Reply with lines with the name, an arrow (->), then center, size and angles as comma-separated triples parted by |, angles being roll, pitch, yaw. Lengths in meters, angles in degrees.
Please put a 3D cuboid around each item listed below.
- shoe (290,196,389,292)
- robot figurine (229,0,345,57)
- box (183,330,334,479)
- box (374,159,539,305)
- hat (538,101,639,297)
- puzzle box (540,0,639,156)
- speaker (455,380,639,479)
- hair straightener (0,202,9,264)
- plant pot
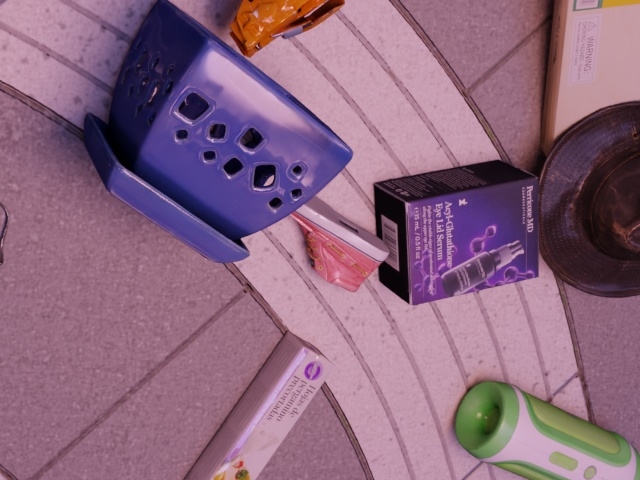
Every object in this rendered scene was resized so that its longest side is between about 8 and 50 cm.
shoe -> 0.000, 0.000, 1.681 | 0.178, 0.063, 0.081 | 32, 109, -17
robot figurine -> -0.017, -0.363, 1.517 | 0.291, 0.085, 0.211 | -37, 86, -9
box -> -0.103, 0.279, 1.730 | 0.063, 0.067, 0.324 | 34, 91, -29
box -> 0.189, -0.014, 1.733 | 0.207, 0.108, 0.153 | -12, 111, -19
hat -> 0.469, -0.037, 1.741 | 0.331, 0.134, 0.331 | -6, 114, -13
puzzle box -> 0.447, -0.300, 1.686 | 0.272, 0.052, 0.409 | -8, 128, -9
speaker -> 0.348, 0.312, 1.900 | 0.296, 0.131, 0.131 | 26, 96, -28
hair straightener -> -0.434, -0.065, 1.481 | 0.089, 0.047, 0.230 | -36, 118, -8
plant pot -> -0.139, -0.120, 1.491 | 0.236, 0.236, 0.212 | 36, 96, -29
